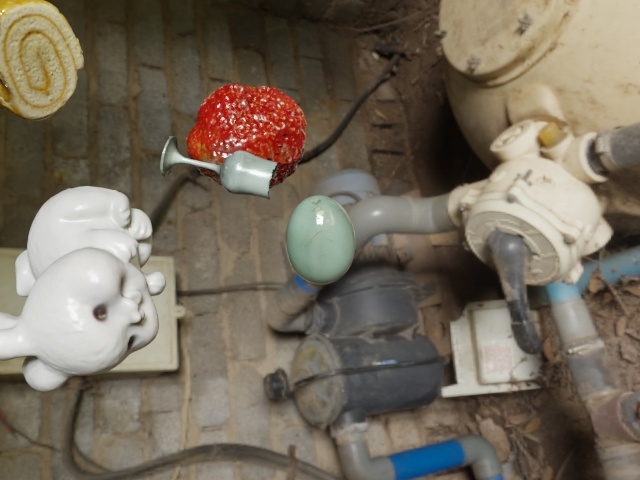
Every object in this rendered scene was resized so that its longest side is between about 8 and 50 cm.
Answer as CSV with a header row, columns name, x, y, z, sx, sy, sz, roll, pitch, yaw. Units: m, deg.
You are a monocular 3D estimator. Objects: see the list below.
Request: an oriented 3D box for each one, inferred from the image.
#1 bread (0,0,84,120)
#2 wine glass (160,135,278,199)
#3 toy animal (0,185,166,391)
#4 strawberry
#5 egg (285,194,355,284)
name,x,y,z,sx,sy,sz,roll,pitch,yaw
bread,-0.364,-0.230,0.818,0.073,0.122,0.149,25,141,35
wine glass,-0.175,-0.127,1.144,0.079,0.196,0.079,14,-90,-87
toy animal,-0.250,0.048,0.655,0.127,0.179,0.193,62,-159,-48
strawberry,-0.171,-0.212,1.405,0.257,0.277,0.257,9,113,22
egg,0.000,0.000,1.550,0.168,0.168,0.230,-129,31,-51
